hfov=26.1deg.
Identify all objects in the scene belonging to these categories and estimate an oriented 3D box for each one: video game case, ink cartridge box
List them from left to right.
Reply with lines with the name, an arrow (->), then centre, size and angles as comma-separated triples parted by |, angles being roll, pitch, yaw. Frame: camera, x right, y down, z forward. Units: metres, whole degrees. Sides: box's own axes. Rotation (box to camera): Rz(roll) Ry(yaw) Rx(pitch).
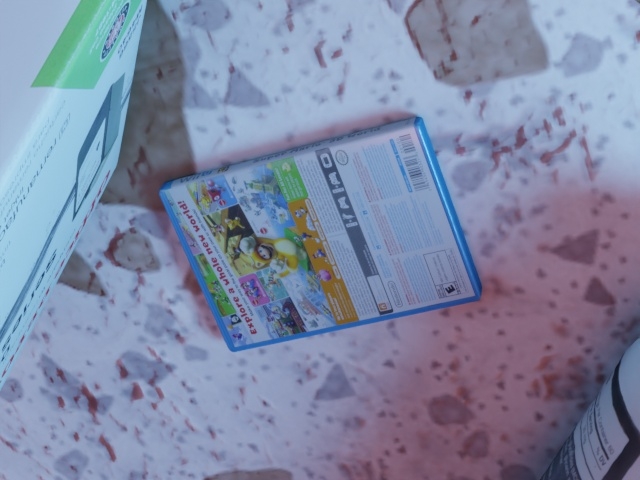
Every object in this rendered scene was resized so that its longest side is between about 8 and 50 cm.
ink cartridge box -> -0.178, -0.039, 0.674 | 0.115, 0.198, 0.273 | 25, 156, -2
video game case -> 0.000, 0.000, 0.825 | 0.166, 0.015, 0.119 | -13, 115, 19

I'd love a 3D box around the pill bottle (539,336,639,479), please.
pill bottle -> 0.212, 0.145, 0.769 | 0.162, 0.162, 0.278 | 26, 121, -1

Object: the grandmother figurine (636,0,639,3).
grandmother figurine -> 0.013, -0.197, 0.593 | 0.342, 0.104, 0.208 | 7, 125, -13
